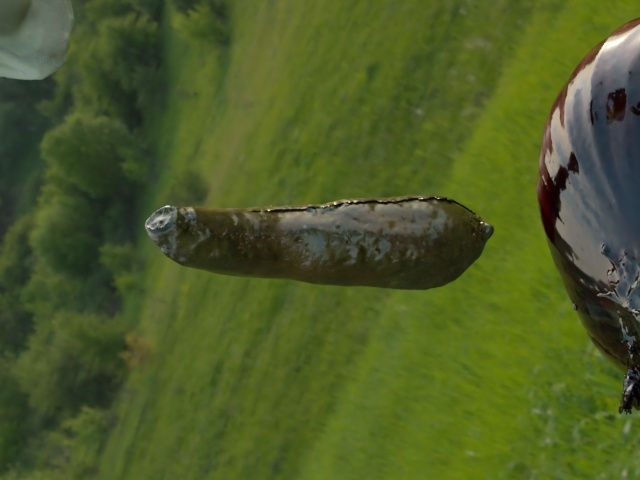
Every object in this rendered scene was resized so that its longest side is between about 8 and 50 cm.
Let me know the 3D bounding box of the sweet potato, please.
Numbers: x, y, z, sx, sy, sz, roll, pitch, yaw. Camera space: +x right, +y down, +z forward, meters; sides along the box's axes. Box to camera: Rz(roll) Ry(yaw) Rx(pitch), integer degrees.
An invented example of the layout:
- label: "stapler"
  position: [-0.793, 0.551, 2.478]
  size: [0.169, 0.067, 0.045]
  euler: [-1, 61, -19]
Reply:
- label: "sweet potato"
  position: [0.000, 0.000, 0.916]
  size: [0.075, 0.273, 0.075]
  euler: [-179, 90, -73]

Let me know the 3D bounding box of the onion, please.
- label: "onion"
  position: [0.270, -0.028, 0.714]
  size: [0.285, 0.273, 0.273]
  euler: [-36, 11, -27]

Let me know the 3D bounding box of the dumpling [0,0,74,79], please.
- label: "dumpling"
  position: [-0.270, -0.182, 0.771]
  size: [0.124, 0.229, 0.151]
  euler: [-10, 75, 63]
